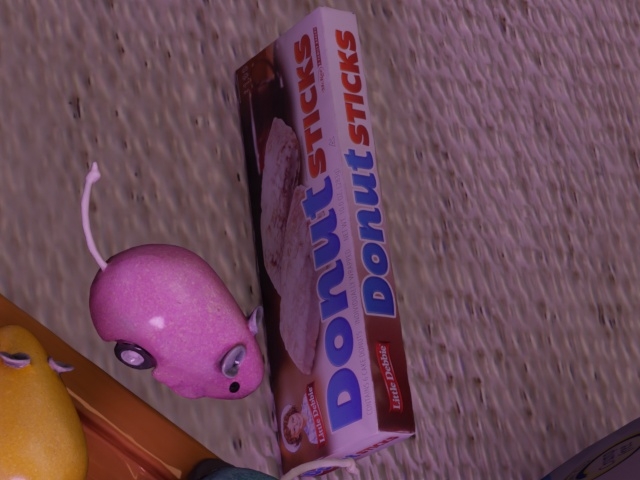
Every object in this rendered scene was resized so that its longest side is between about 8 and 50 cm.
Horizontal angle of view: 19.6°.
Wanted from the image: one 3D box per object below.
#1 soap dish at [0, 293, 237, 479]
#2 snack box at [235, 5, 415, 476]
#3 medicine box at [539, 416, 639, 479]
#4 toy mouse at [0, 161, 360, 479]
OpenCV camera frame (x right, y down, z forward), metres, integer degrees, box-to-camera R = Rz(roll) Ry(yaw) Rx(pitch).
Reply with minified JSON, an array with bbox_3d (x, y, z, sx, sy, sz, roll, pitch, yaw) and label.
[{"bbox_3d":[-0.165,0.092,0.537,0.291,0.118,0.229,39,52,-16],"label":"soap dish"},{"bbox_3d":[0.000,0.000,0.738,0.022,0.064,0.178,8,65,-36],"label":"snack box"},{"bbox_3d":[0.172,0.217,0.648,0.289,0.149,0.263,59,22,0],"label":"medicine box"},{"bbox_3d":[-0.039,0.055,0.548,0.143,0.031,0.161,16,60,-30],"label":"toy mouse"}]
